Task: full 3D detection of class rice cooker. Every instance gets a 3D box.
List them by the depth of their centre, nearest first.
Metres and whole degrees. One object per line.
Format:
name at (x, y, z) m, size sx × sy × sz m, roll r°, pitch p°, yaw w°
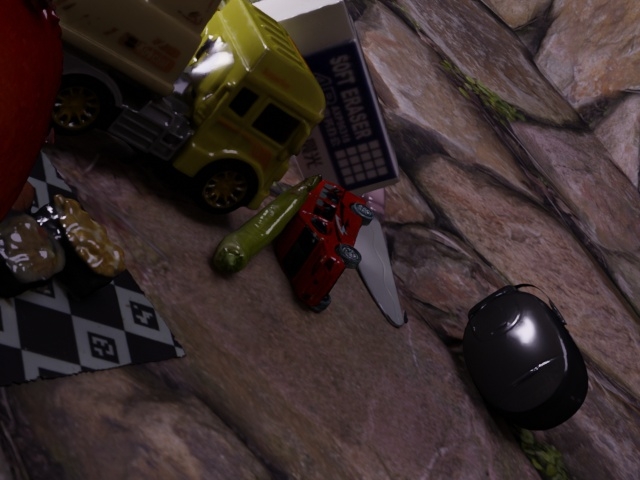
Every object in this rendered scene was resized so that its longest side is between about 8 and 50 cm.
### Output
rice cooker at (0.261, 0.150, 1.448) m, size 0.118 × 0.142 × 0.203 m, roll 41°, pitch 23°, yaw -40°

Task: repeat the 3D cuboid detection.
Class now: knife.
knife at (0.066, -0.019, 1.521) m, size 0.081 × 0.043 × 0.336 m, roll 25°, pitch 33°, yaw -26°

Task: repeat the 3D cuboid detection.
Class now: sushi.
sushi at (-0.264, -0.011, 0.972) m, size 0.292 × 0.059 × 0.294 m, roll 54°, pitch 25°, yaw 16°

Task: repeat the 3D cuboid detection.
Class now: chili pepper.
chili pepper at (-0.065, -0.016, 1.270) m, size 0.043 × 0.049 × 0.208 m, roll 25°, pitch 40°, yaw 15°

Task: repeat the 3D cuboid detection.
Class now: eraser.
eraser at (0.007, -0.182, 1.426) m, size 0.081 × 0.124 × 0.279 m, roll -98°, pitch 169°, yaw -52°

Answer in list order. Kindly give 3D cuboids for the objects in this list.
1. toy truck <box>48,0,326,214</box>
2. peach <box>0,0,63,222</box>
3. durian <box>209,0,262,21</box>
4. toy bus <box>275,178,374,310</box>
toy truck at (-0.178, -0.206, 1.184) m, size 0.405 × 0.254 × 0.180 m, roll 30°, pitch 25°, yaw -37°
peach at (-0.335, -0.110, 0.665) m, size 0.370 × 0.370 × 0.370 m, roll 36°, pitch 27°, yaw -21°
durian at (-0.097, -0.293, 1.492) m, size 0.306 × 0.166 × 0.172 m, roll 27°, pitch 5°, yaw -44°
toy bus at (0.000, 0.000, 1.343) m, size 0.089 × 0.081 × 0.195 m, roll 32°, pitch 26°, yaw -6°
